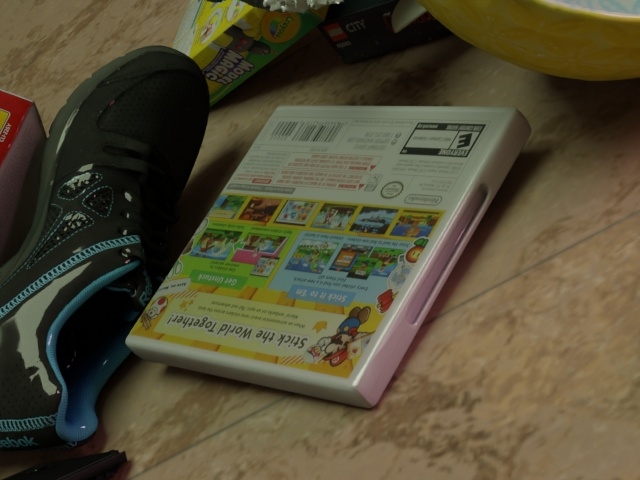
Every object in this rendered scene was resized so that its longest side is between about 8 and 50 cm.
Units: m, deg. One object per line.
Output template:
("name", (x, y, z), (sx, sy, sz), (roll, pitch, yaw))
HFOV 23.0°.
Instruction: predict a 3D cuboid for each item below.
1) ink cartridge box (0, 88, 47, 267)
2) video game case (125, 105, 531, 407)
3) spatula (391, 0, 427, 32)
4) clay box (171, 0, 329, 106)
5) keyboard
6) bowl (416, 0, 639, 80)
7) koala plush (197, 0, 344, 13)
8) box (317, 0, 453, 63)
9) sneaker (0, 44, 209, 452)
("ink cartridge box", (-0.383, 0.011, 1.149), (0.271, 0.130, 0.309), (19, 69, 9))
("video game case", (0.000, 0.000, 0.989), (0.227, 0.026, 0.206), (6, 57, 48))
("spatula", (0.133, -0.254, 1.131), (0.242, 0.019, 0.168), (-36, 28, 10))
("clay box", (-0.042, -0.201, 1.253), (0.222, 0.053, 0.127), (-27, 39, 52))
("keyboard", (-0.206, 0.165, 0.943), (0.108, 0.023, 0.180), (-14, 1, 31))
("bowl", (0.152, -0.195, 0.942), (0.289, 0.289, 0.156), (-59, -10, -31))
("koala plush", (0.004, -0.242, 1.058), (0.221, 0.203, 0.196), (-53, 31, -10))
("box", (0.121, -0.222, 1.168), (0.233, 0.044, 0.159), (-10, 41, 43))
("sneaker", (-0.146, 0.007, 1.115), (0.139, 0.125, 0.341), (3, 58, 38))
